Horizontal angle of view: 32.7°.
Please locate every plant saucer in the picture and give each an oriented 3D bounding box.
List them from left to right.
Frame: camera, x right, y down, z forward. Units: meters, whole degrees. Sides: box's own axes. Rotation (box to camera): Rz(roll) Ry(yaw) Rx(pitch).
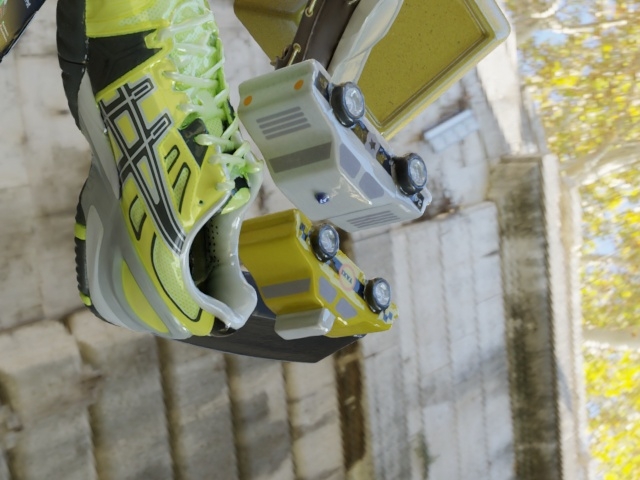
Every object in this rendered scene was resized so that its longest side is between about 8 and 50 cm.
[{"bbox_3d":[0.098,-0.319,1.591,0.333,0.333,0.081,50,-3,-28],"label":"plant saucer"}]

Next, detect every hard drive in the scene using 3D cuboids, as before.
[{"bbox_3d":[-0.077,0.094,1.327,0.172,0.255,0.054,-36,-133,54],"label":"hard drive"}]

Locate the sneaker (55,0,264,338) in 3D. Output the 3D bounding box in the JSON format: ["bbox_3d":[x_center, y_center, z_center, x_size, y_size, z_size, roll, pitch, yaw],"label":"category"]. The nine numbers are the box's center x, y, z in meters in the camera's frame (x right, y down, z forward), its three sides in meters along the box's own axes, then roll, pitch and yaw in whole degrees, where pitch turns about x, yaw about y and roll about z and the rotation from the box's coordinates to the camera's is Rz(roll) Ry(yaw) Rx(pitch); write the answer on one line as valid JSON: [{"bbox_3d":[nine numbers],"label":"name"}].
[{"bbox_3d":[-0.112,-0.097,0.880,0.147,0.145,0.384,14,-60,26],"label":"sneaker"}]

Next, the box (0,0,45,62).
[{"bbox_3d":[-0.174,-0.101,0.409,0.051,0.220,0.175,30,-104,3],"label":"box"}]

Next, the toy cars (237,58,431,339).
[{"bbox_3d":[0.000,0.000,0.991,0.176,0.087,0.393,14,-33,4],"label":"toy cars"}]

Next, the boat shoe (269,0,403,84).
[{"bbox_3d":[-0.007,-0.228,1.419,0.097,0.116,0.324,43,-46,12],"label":"boat shoe"}]
